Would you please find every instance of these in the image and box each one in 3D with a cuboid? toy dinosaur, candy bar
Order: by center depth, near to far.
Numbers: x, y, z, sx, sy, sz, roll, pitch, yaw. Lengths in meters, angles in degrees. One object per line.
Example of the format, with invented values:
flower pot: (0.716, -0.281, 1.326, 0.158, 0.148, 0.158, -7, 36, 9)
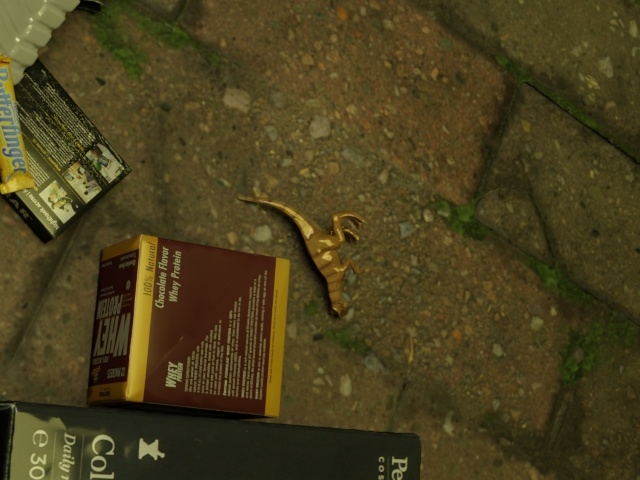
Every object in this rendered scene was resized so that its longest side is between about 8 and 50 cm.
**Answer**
candy bar: (-0.351, -0.130, 1.442, 0.040, 0.018, 0.161, -18, 118, -27)
toy dinosaur: (0.000, 0.000, 1.679, 0.112, 0.064, 0.211, -36, 100, -28)

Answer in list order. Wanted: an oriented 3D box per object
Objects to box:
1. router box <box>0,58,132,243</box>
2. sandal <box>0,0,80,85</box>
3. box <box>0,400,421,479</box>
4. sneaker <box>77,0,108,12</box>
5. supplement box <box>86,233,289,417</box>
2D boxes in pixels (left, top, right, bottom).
router box: (-0.329, -0.107, 1.517, 0.133, 0.046, 0.179, -45, 104, -27)
sandal: (-0.321, -0.339, 1.464, 0.416, 0.102, 0.169, -52, 140, -14)
box: (-0.169, 0.429, 1.380, 0.472, 0.297, 0.479, 9, 77, -30)
sneaker: (-0.341, -0.316, 1.542, 0.170, 0.051, 0.089, -5, 80, -33)
supplement box: (-0.156, 0.108, 1.531, 0.194, 0.129, 0.191, 10, 77, -29)
